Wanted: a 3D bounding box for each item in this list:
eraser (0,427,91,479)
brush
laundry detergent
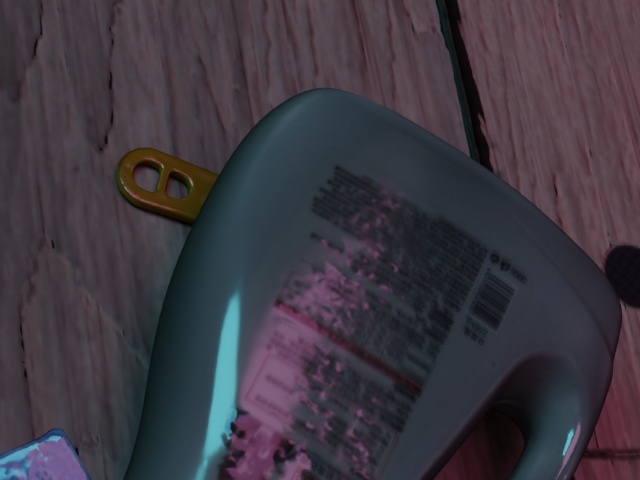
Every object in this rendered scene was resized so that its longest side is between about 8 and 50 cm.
[{"bbox_3d":[-0.232,0.208,0.766,0.311,0.043,0.144,-22,74,-15],"label":"eraser"},{"bbox_3d":[0.000,0.000,1.058,0.272,0.013,0.103,20,58,-16],"label":"brush"},{"bbox_3d":[0.000,0.132,0.919,0.264,0.124,0.398,33,60,-10],"label":"laundry detergent"}]
